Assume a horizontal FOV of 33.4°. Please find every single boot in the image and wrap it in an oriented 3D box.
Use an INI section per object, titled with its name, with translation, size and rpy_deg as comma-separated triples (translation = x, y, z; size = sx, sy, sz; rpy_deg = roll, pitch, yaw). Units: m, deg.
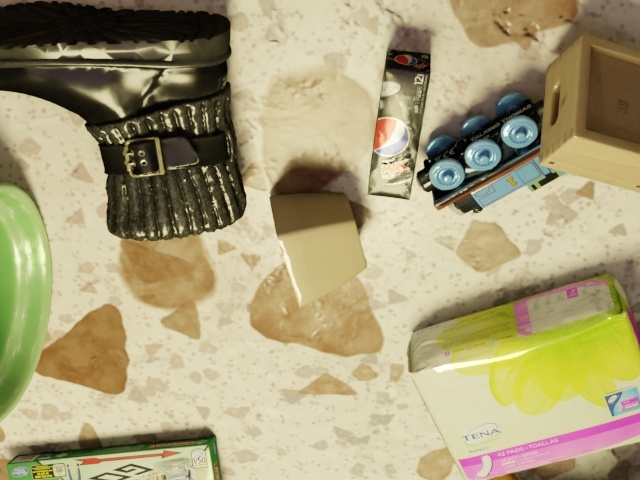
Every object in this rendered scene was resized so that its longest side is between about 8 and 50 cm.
[boot]
translation = -0.260, -0.131, 1.246
size = 0.348, 0.131, 0.260
rpy_deg = 4, 122, 3

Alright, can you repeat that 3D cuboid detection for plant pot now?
[plant pot]
translation = 0.000, 0.000, 1.325
size = 0.096, 0.109, 0.109
rpy_deg = -17, 120, 1

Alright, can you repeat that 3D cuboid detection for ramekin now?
[ramekin]
translation = -0.461, 0.074, 1.302
size = 0.148, 0.303, 0.303
rpy_deg = 5, 123, 11

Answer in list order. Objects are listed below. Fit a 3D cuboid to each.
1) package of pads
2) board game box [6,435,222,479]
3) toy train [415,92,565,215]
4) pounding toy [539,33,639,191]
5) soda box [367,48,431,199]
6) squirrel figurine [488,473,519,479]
[package of pads]
translation = 0.284, 0.185, 1.411
size = 0.296, 0.101, 0.229
rpy_deg = -19, 119, 16
[board game box]
translation = -0.296, 0.414, 1.594
size = 0.317, 0.046, 0.214
rpy_deg = -8, 96, 10
[toy train]
translation = 0.206, -0.094, 1.259
size = 0.184, 0.080, 0.105
rpy_deg = -31, 120, 22
[pounding toy]
translation = 0.359, -0.152, 1.192
size = 0.206, 0.181, 0.094
rpy_deg = 14, 159, -12
[soda box]
translation = 0.092, -0.134, 1.253
size = 0.053, 0.060, 0.169
rpy_deg = 7, 122, 2
[squirrel figurine]
translation = 0.434, 0.519, 1.517
size = 0.370, 0.281, 0.397
rpy_deg = -6, 121, -12
